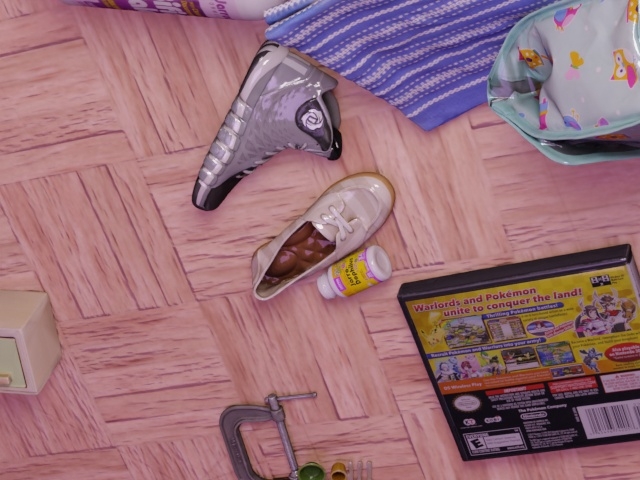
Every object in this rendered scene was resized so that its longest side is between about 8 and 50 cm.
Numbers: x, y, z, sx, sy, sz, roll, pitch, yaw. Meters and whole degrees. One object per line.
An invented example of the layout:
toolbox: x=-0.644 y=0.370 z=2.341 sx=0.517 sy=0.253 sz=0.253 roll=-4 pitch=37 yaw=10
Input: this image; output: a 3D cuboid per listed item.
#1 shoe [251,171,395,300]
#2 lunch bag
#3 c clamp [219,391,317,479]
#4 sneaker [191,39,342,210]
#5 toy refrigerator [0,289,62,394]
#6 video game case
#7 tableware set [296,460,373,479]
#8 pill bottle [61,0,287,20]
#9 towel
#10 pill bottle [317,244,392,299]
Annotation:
shoe: x=0.000 y=0.000 z=1.854 sx=0.076 sy=0.058 sz=0.219 roll=44 pitch=123 yaw=-13
lunch bag: x=0.308 y=-0.157 z=1.521 sx=0.262 sy=0.223 sz=0.160 roll=-18 pitch=80 yaw=62
c clamp: x=-0.060 y=0.258 z=2.062 sx=0.137 sy=0.022 sz=0.161 roll=0 pitch=121 yaw=17
sneaker: x=-0.049 y=-0.100 z=1.790 sx=0.132 sy=0.086 sz=0.229 roll=26 pitch=125 yaw=-4
toy refrigerator: x=-0.474 y=0.125 z=2.059 sx=0.269 sy=0.094 sz=0.102 roll=2 pitch=122 yaw=15
video game case: x=0.256 y=0.135 z=1.879 sx=0.274 sy=0.035 sz=0.248 roll=-11 pitch=118 yaw=24
tableware set: x=0.017 y=0.342 z=2.078 sx=0.104 sy=0.024 sz=0.154 roll=1 pitch=124 yaw=1
pill bottle: x=-0.117 y=-0.306 z=1.624 sx=0.301 sy=0.169 sz=0.169 roll=7 pitch=124 yaw=14
towel: x=0.127 y=-0.195 z=1.571 sx=0.243 sy=0.336 sz=0.040 roll=-19 pitch=70 yaw=26
pill bottle: x=0.038 y=0.039 z=1.877 sx=0.083 sy=0.043 sz=0.043 roll=-26 pitch=111 yaw=29
